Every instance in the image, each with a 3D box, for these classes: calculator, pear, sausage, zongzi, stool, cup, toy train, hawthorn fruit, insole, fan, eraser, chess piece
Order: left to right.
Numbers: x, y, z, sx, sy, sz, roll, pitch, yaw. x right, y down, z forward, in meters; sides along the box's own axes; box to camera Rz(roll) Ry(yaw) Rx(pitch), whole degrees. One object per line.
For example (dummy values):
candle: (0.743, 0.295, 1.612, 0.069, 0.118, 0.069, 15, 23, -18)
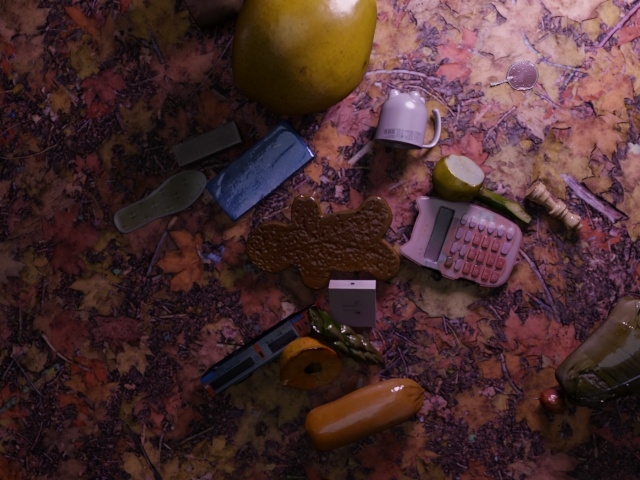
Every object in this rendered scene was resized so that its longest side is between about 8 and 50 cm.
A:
insole: (-0.484, -0.117, 1.731, 0.322, 0.007, 0.109, -26, 89, 7)
stool: (-0.244, -0.714, 1.586, 0.264, 0.179, 0.179, -19, 90, 8)
eraser: (-0.177, -0.201, 1.668, 0.312, 0.042, 0.144, -38, 88, 7)
toy train: (-0.159, 0.316, 1.668, 0.410, 0.086, 0.089, -33, 89, 7)
pear: (-0.039, -0.517, 1.481, 0.418, 0.362, 0.362, -41, 87, 12)
sausage: (0.130, 0.488, 1.628, 0.354, 0.116, 0.134, -24, 79, 4)
cup: (0.245, -0.327, 1.563, 0.174, 0.134, 0.141, 12, 92, 8)
pear: (0.368, -0.162, 1.566, 0.141, 0.141, 0.104, 39, 137, 4)
calculator: (0.400, 0.007, 1.605, 0.330, 0.048, 0.219, 19, 94, 4)
fan: (0.535, -0.449, 1.584, 0.134, 0.005, 0.085, -17, 91, 7)
hawthorn fruit: (0.625, 0.445, 1.588, 0.103, 0.067, 0.066, -1, 92, 20)
chess piece: (0.643, -0.088, 1.563, 0.172, 0.060, 0.060, 40, 97, 2)
zongzi: (0.845, 0.372, 1.515, 0.360, 0.160, 0.323, 40, 102, -3)

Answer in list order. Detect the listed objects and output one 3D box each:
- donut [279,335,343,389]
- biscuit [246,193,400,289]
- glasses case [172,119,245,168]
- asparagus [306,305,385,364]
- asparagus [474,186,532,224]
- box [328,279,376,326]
donut: (-0.033, 0.343, 1.621, 0.190, 0.074, 0.174, 12, 119, -29)
biscuit: (0.000, 0.000, 1.643, 0.433, 0.064, 0.282, -7, 102, 9)
glasses case: (-0.327, -0.278, 1.682, 0.205, 0.047, 0.070, -21, 85, 8)
asparagus: (0.072, 0.283, 1.612, 0.287, 0.080, 0.080, 34, 97, -22)
asparagus: (0.506, -0.098, 1.586, 0.179, 0.041, 0.045, 26, 104, 4)
box: (0.092, 0.177, 1.623, 0.130, 0.051, 0.130, 0, 118, 8)
